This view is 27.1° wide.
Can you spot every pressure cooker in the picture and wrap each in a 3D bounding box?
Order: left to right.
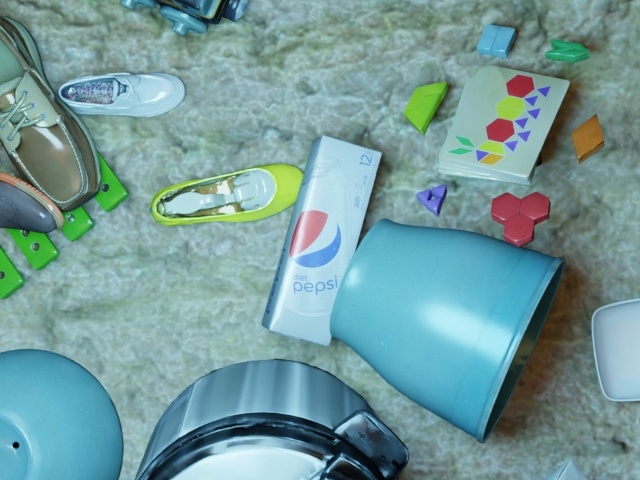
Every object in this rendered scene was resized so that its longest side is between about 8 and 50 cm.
[{"bbox_3d":[-0.075,0.371,1.687,0.375,0.420,0.370,1,100,0],"label":"pressure cooker"}]

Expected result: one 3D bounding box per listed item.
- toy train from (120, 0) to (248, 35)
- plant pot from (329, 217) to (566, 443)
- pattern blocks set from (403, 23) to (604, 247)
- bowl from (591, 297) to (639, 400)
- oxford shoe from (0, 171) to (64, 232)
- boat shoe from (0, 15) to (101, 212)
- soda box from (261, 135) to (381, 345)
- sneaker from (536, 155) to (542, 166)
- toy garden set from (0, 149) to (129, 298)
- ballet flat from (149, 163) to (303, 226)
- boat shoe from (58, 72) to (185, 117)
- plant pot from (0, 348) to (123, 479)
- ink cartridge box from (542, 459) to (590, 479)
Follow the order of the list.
[{"bbox_3d":[-0.261,-0.407,1.892,0.334,0.190,0.142,25,88,5],"label":"toy train"},{"bbox_3d":[0.162,0.099,1.807,0.255,0.271,0.272,24,88,15],"label":"plant pot"},{"bbox_3d":[0.252,-0.158,1.844,0.285,0.026,0.325,24,69,28],"label":"pattern blocks set"},{"bbox_3d":[0.455,0.153,1.876,0.142,0.053,0.142,-7,86,4],"label":"bowl"},{"bbox_3d":[-0.488,-0.040,1.874,0.271,0.097,0.098,12,53,22],"label":"oxford shoe"},{"bbox_3d":[-0.428,-0.186,1.874,0.122,0.120,0.324,-35,76,9],"label":"boat shoe"},{"bbox_3d":[0.000,0.000,1.886,0.091,0.098,0.286,16,88,-10],"label":"soda box"},{"bbox_3d":[0.300,-0.151,1.901,0.152,0.058,0.084,-43,79,5],"label":"sneaker"},{"bbox_3d":[-0.425,-0.068,1.952,0.244,0.049,0.204,-39,78,7],"label":"toy garden set"},{"bbox_3d":[-0.136,-0.062,1.918,0.231,0.077,0.077,-10,87,3],"label":"ballet flat"},{"bbox_3d":[-0.293,-0.218,1.945,0.184,0.063,0.066,3,87,4],"label":"boat shoe"},{"bbox_3d":[-0.440,0.299,1.857,0.290,0.195,0.290,0,87,4],"label":"plant pot"},{"bbox_3d":[0.310,0.428,1.804,0.160,0.092,0.219,47,118,5],"label":"ink cartridge box"}]
